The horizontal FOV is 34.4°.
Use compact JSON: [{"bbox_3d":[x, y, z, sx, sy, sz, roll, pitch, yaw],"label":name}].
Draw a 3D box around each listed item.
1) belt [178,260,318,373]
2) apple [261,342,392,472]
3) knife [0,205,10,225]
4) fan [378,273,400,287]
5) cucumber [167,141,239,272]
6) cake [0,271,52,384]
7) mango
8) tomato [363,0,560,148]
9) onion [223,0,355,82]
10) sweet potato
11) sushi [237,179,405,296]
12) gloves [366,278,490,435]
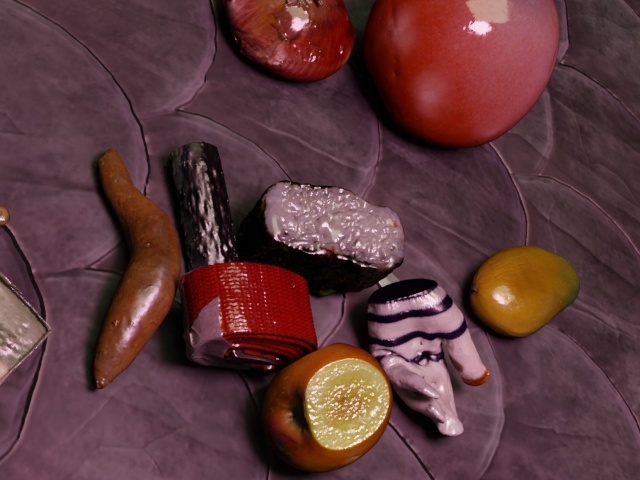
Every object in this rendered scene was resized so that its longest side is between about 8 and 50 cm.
[{"bbox_3d":[-0.090,0.107,1.316,0.201,0.128,0.124,18,54,-47],"label":"belt"},{"bbox_3d":[0.006,0.214,1.301,0.147,0.163,0.146,-11,73,-42],"label":"apple"},{"bbox_3d":[-0.514,-0.025,1.204,0.298,0.017,0.047,-7,65,-32],"label":"knife"},{"bbox_3d":[0.062,0.016,1.554,0.193,0.016,0.038,50,51,1],"label":"fan"},{"bbox_3d":[-0.151,-0.029,1.411,0.078,0.062,0.211,0,63,-34],"label":"cucumber"},{"bbox_3d":[-0.453,0.069,1.074,0.283,0.172,0.158,46,47,-7],"label":"cake"},{"bbox_3d":[0.325,0.072,1.646,0.237,0.091,0.137,-28,86,-46],"label":"mango"},{"bbox_3d":[0.232,-0.321,1.669,0.321,0.321,0.321,16,56,-25],"label":"tomato"},{"bbox_3d":[-0.037,-0.368,1.623,0.230,0.163,0.230,16,49,-19],"label":"onion"},{"bbox_3d":[-0.232,0.024,1.319,0.108,0.079,0.346,4,57,-17],"label":"sweet potato"},{"bbox_3d":[0.000,0.000,1.450,0.225,0.127,0.124,11,59,-19],"label":"sushi"},{"bbox_3d":[0.145,0.171,1.462,0.140,0.131,0.218,-27,110,-42],"label":"gloves"}]
